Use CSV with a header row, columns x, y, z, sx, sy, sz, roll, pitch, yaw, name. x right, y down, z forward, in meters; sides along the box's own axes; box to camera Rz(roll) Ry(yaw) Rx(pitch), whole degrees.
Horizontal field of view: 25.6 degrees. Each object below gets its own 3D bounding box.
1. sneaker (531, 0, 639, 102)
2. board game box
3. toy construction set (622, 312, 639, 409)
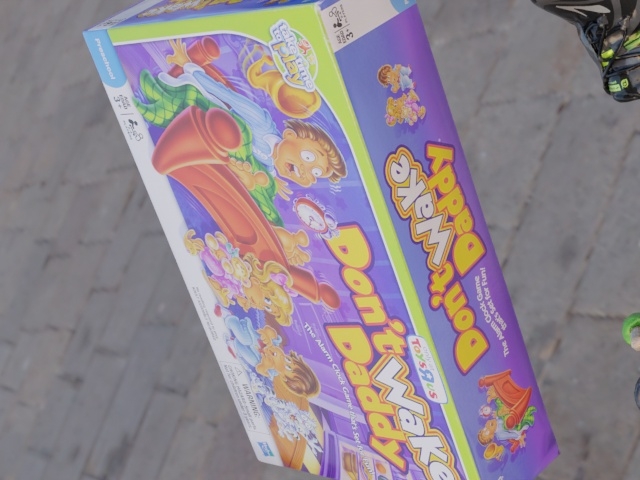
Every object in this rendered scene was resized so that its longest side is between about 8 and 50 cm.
x,y,z,sx,sy,sz,roll,pitch,yaw,name
0.240,-0.151,1.095,0.067,0.188,0.078,-11,51,64,sneaker
0.000,0.000,0.928,0.233,0.347,0.078,3,30,48,board game box
0.514,0.172,1.613,0.237,0.309,0.257,-53,-46,-73,toy construction set
